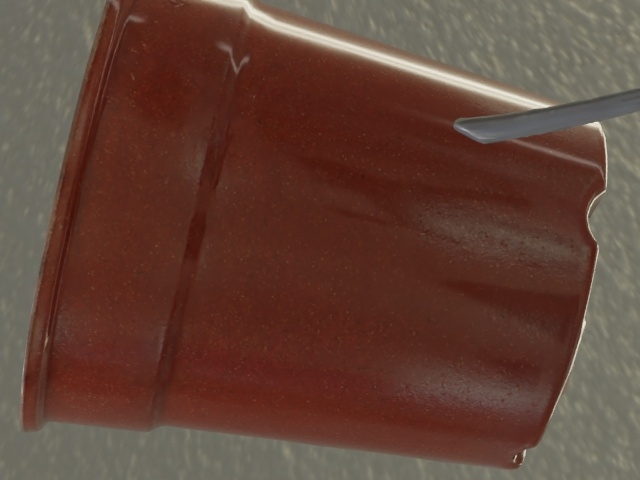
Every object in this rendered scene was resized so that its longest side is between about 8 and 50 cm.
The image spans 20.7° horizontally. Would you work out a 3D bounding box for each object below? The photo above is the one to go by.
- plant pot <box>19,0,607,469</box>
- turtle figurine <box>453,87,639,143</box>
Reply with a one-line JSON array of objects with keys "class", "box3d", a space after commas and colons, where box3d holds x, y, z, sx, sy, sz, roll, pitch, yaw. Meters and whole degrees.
[{"class": "plant pot", "box3d": [0.000, 0.000, 0.944, 0.265, 0.272, 0.272, 13, -74, -3]}, {"class": "turtle figurine", "box3d": [0.226, -0.127, 0.620, 0.266, 0.198, 0.274, 32, -46, 22]}]
